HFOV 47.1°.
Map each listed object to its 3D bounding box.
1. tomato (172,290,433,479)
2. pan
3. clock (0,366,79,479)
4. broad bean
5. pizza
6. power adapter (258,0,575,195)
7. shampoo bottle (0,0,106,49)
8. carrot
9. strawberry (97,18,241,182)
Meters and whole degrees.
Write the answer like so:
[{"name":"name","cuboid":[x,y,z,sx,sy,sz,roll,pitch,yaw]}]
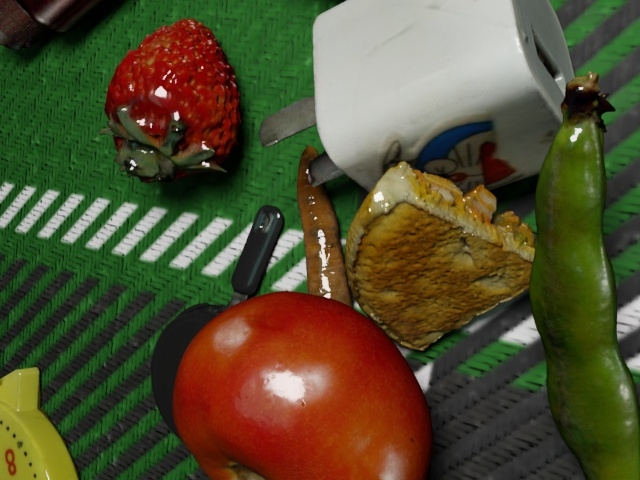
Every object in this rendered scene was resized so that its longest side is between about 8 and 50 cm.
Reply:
[{"name":"tomato","cuboid":[-0.010,0.126,0.518,0.195,0.136,0.195,26,138,25]},{"name":"pan","cuboid":[-0.086,0.078,0.649,0.136,0.028,0.235,26,102,31]},{"name":"clock","cuboid":[-0.370,0.307,0.798,0.277,0.071,0.294,-34,70,27]},{"name":"broad bean","cuboid":[0.157,0.049,0.444,0.060,0.043,0.298,7,115,49]},{"name":"pizza","cuboid":[0.083,0.014,0.495,0.134,0.175,0.046,0,51,-1]},{"name":"power adapter","cuboid":[0.055,-0.092,0.495,0.204,0.130,0.125,-20,60,31]},{"name":"shampoo bottle","cuboid":[-0.222,-0.301,0.727,0.323,0.084,0.129,-28,71,30]},{"name":"carrot","cuboid":[0.001,0.000,0.594,0.035,0.035,0.165,-15,77,32]},{"name":"strawberry","cuboid":[-0.123,-0.119,0.644,0.131,0.148,0.131,12,133,14]}]
